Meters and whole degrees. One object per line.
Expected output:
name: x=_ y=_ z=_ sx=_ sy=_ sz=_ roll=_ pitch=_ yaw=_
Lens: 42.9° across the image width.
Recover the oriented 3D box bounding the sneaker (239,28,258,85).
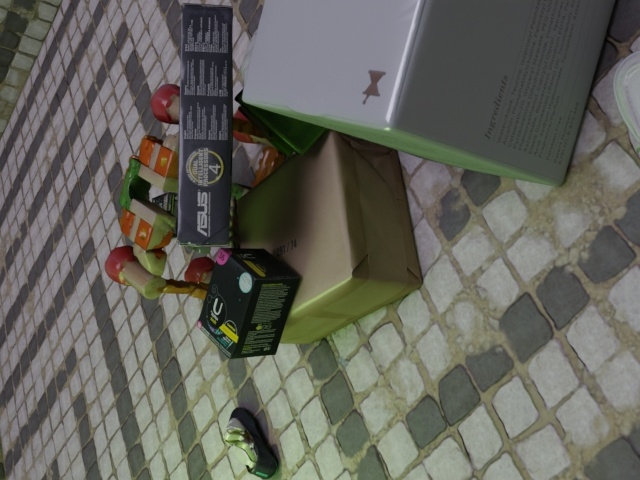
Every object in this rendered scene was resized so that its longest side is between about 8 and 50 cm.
sneaker: x=-0.098 y=-0.453 z=1.797 sx=0.305 sy=0.114 sz=0.152 roll=-52 pitch=46 yaw=30

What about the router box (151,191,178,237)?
router box: x=-0.415 y=-0.062 z=2.168 sx=0.092 sy=0.038 sz=0.122 roll=-13 pitch=72 yaw=50

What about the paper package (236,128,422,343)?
paper package: x=0.000 y=0.000 z=1.523 sx=0.325 sy=0.168 sz=0.309 roll=-33 pitch=57 yaw=44

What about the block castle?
block castle: x=-0.279 y=-0.092 z=1.794 sx=0.213 sy=0.303 sz=0.452 roll=28 pitch=104 yaw=45

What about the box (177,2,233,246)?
box: x=-0.203 y=-0.183 z=1.451 sx=0.318 sy=0.097 sz=0.394 roll=-176 pitch=86 yaw=-80

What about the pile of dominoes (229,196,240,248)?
pile of dominoes: x=-0.140 y=0.048 z=1.673 sx=0.040 sy=0.195 sz=0.251 roll=-13 pitch=41 yaw=7

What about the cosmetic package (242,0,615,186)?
cosmetic package: x=0.162 y=-0.292 z=1.188 sx=0.329 sy=0.394 sz=0.327 roll=21 pitch=98 yaw=47

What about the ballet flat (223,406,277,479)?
ballet flat: x=-0.160 y=0.419 z=1.703 sx=0.203 sy=0.074 sz=0.074 roll=46 pitch=117 yaw=47

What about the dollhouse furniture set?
dollhouse furniture set: x=-0.008 y=-0.314 z=1.485 sx=0.301 sy=0.151 sz=0.197 roll=-48 pitch=14 yaw=-2

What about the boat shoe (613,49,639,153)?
boat shoe: x=0.450 y=-0.119 z=0.988 sx=0.136 sy=0.157 sz=0.367 roll=-48 pitch=48 yaw=33

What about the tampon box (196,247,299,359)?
tampon box: x=-0.129 y=0.109 z=1.439 sx=0.120 sy=0.102 sz=0.160 roll=35 pitch=115 yaw=43

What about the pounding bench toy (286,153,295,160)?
pounding bench toy: x=-0.046 y=-0.157 z=1.685 sx=0.065 sy=0.083 sz=0.052 roll=-19 pitch=67 yaw=47
